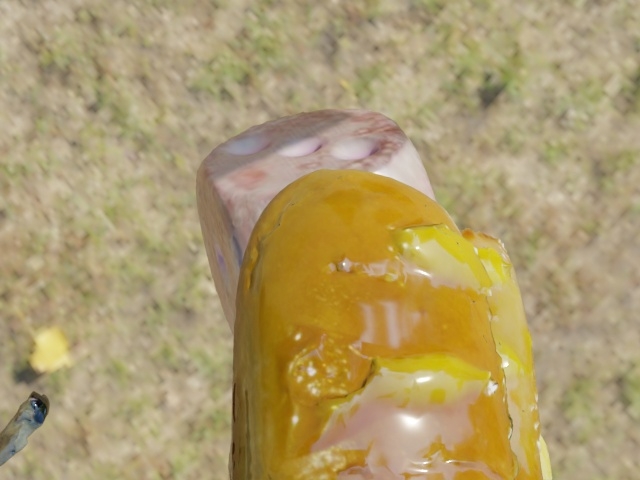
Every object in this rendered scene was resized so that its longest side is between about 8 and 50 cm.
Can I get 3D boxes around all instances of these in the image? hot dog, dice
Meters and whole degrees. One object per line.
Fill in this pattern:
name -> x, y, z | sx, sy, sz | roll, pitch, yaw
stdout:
hot dog -> 0.021, 0.114, 0.448 | 0.072, 0.269, 0.115 | -6, 161, 14
dice -> 0.000, 0.000, 0.813 | 0.091, 0.093, 0.094 | -15, 115, -12

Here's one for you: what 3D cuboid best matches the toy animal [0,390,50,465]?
toy animal -> -0.221, 0.159, 0.866 | 0.260, 0.243, 0.087 | -20, 136, 22
